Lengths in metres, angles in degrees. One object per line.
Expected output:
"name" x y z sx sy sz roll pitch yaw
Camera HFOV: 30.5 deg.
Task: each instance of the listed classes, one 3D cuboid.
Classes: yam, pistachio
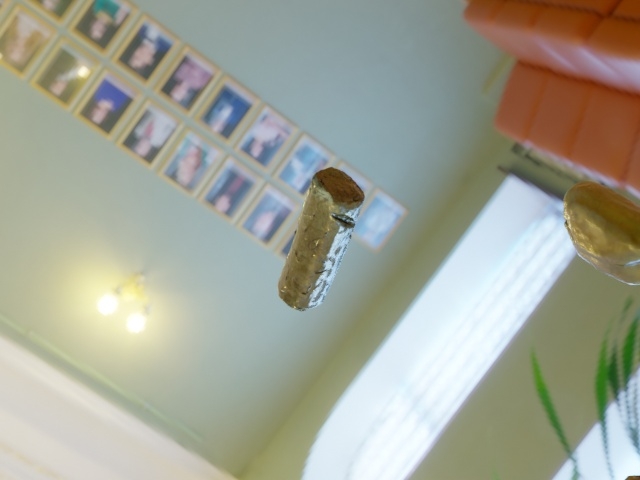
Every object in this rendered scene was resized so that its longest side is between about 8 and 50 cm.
"yam" 0.000 0.000 1.079 0.054 0.132 0.054 14 -147 -10
"pistachio" 0.390 -0.004 1.536 0.189 0.100 0.110 35 -174 21

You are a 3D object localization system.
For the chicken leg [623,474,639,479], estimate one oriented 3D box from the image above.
"chicken leg" 0.335 0.158 0.898 0.107 0.251 0.087 62 -177 -3
